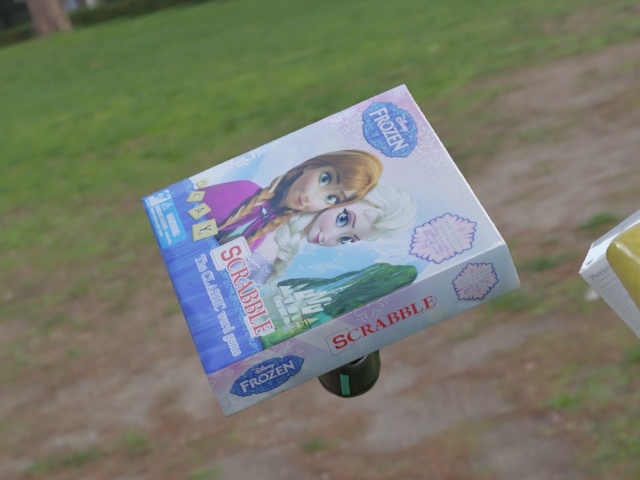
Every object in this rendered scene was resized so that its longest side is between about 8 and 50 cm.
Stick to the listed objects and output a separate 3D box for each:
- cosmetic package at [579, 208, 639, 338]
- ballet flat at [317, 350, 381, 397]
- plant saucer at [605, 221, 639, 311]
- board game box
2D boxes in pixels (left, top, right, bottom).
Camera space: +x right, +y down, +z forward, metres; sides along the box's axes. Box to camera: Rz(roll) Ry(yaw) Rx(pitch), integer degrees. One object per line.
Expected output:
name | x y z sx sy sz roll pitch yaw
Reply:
cosmetic package | 0.313 -0.017 1.336 0.239 0.099 0.060 -38 10 32
ballet flat | 0.025 0.033 2.014 0.095 0.280 0.096 -9 -21 3
plant saucer | 0.329 0.082 0.740 0.332 0.333 0.081 -17 44 25
board game box | 0.000 0.000 1.873 0.318 0.066 0.319 -24 39 -3
